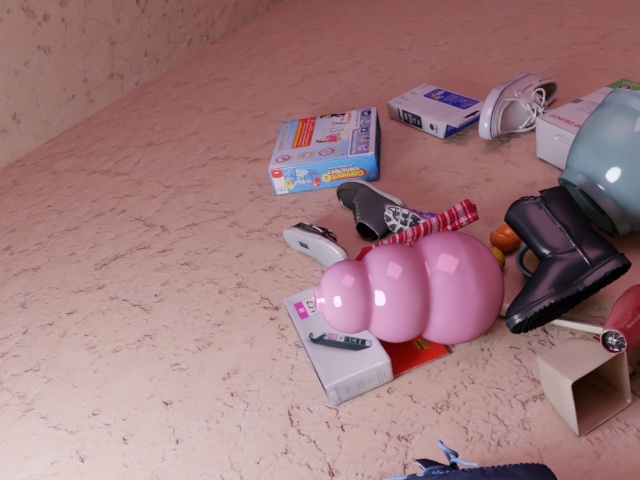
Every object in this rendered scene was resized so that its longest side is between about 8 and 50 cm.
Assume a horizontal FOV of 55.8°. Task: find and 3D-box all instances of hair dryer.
[{"bbox_3d":[0.536,0.148,0.888,0.293,0.080,0.224,10,31,-13],"label":"hair dryer"}]

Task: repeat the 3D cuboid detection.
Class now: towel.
[{"bbox_3d":[0.195,-0.009,1.258,0.274,0.031,0.199,-26,4,16],"label":"towel"}]

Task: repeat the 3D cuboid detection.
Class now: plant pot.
[{"bbox_3d":[0.614,-0.129,1.219,0.196,0.293,0.293,-43,35,8],"label":"plant pot"},{"bbox_3d":[0.402,0.216,0.943,0.109,0.109,0.096,-26,25,-15],"label":"plant pot"}]

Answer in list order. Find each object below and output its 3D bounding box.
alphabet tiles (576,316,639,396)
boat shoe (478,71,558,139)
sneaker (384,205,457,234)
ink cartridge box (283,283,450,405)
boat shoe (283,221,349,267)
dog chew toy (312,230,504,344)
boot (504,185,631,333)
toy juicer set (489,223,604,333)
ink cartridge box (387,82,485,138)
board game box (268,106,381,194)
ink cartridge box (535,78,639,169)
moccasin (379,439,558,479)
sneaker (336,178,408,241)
[{"bbox_3d":[0.578,0.172,1.013,0.237,0.009,0.198,-28,36,-18],"label":"alphabet tiles"},{"bbox_3d":[0.577,-0.370,1.681,0.156,0.136,0.367,17,36,34],"label":"boat shoe"},{"bbox_3d":[0.230,-0.040,1.392,0.169,0.068,0.071,19,28,10],"label":"sneaker"},{"bbox_3d":[0.080,0.164,1.173,0.238,0.060,0.275,-22,35,-8],"label":"ink cartridge box"},{"bbox_3d":[0.000,0.000,1.416,0.070,0.078,0.219,-36,38,-25],"label":"boat shoe"},{"bbox_3d":[0.151,0.090,1.078,0.331,0.207,0.207,-4,33,-12],"label":"dog chew toy"},{"bbox_3d":[0.393,0.029,1.092,0.246,0.094,0.207,-32,57,0],"label":"boot"},{"bbox_3d":[0.414,0.046,1.180,0.209,0.089,0.329,-4,36,15],"label":"toy juicer set"},{"bbox_3d":[0.366,-0.391,1.834,0.165,0.065,0.332,-28,35,-18],"label":"ink cartridge box"},{"bbox_3d":[0.022,-0.269,1.776,0.301,0.086,0.308,-7,35,12],"label":"board game box"},{"bbox_3d":[0.710,-0.273,1.483,0.289,0.122,0.211,-24,35,-12],"label":"ink cartridge box"},{"bbox_3d":[0.148,0.345,0.828,0.342,0.138,0.117,-11,30,5],"label":"moccasin"},{"bbox_3d":[0.096,-0.078,1.483,0.118,0.083,0.222,-38,41,-28],"label":"sneaker"}]
